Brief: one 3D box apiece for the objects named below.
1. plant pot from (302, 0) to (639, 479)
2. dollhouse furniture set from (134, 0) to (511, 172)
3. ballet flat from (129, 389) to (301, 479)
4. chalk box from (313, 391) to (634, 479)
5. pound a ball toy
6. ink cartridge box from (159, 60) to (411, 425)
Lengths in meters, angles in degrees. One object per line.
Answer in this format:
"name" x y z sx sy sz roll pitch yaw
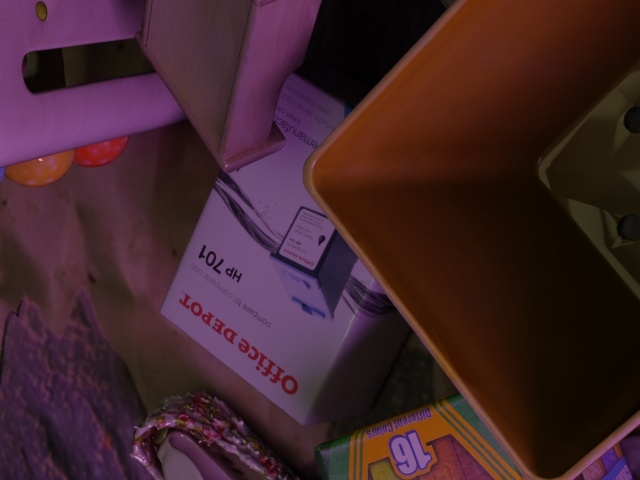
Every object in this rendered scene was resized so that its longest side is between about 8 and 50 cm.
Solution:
"plant pot" 0.160 -0.028 0.794 0.212 0.187 0.212 -46 71 26
"dollhouse furniture set" 0.028 -0.166 0.883 0.212 0.242 0.161 56 155 19
"ballet flat" -0.040 0.191 1.009 0.241 0.077 0.091 36 111 26
"chalk box" 0.111 0.191 0.874 0.132 0.132 0.213 -27 78 32
"pound a ball toy" -0.214 -0.104 0.996 0.208 0.319 0.136 -1 99 21
"ink cartridge box" 0.000 0.000 0.970 0.139 0.082 0.191 35 109 28
